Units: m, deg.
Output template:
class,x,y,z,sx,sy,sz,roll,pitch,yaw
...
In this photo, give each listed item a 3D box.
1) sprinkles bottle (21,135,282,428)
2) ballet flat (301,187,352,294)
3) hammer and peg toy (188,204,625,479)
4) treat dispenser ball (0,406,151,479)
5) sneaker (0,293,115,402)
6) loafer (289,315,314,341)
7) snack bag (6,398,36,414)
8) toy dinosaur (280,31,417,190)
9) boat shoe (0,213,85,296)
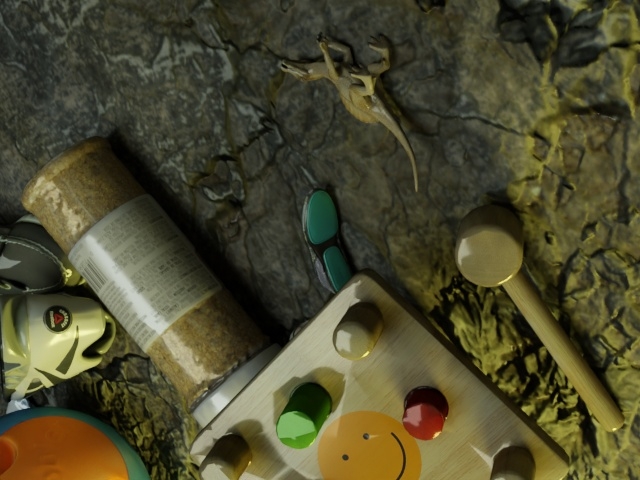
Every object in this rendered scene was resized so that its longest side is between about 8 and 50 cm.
class,x,y,z,sx,sy,sz,roll,pitch,yaw
sprinkles bottle,-0.175,0.053,1.412,0.355,0.121,0.121,50,139,6
ballet flat,0.000,0.000,1.276,0.041,0.041,0.114,3,118,42
hammer and peg toy,0.087,0.161,1.132,0.266,0.127,0.361,44,110,-2
treat dispenser ball,-0.357,0.360,1.664,0.288,0.288,0.288,24,131,31
sneaker,-0.335,0.134,1.626,0.330,0.146,0.123,149,115,-72
loafer,-0.005,0.135,1.327,0.039,0.045,0.125,-52,38,40
snack bag,-0.387,0.421,1.928,0.323,0.037,0.343,44,138,12
toy dinosaur,0.041,-0.133,1.149,0.183,0.053,0.093,42,154,25
boat shoe,-0.412,0.028,1.641,0.305,0.091,0.109,5,119,42
